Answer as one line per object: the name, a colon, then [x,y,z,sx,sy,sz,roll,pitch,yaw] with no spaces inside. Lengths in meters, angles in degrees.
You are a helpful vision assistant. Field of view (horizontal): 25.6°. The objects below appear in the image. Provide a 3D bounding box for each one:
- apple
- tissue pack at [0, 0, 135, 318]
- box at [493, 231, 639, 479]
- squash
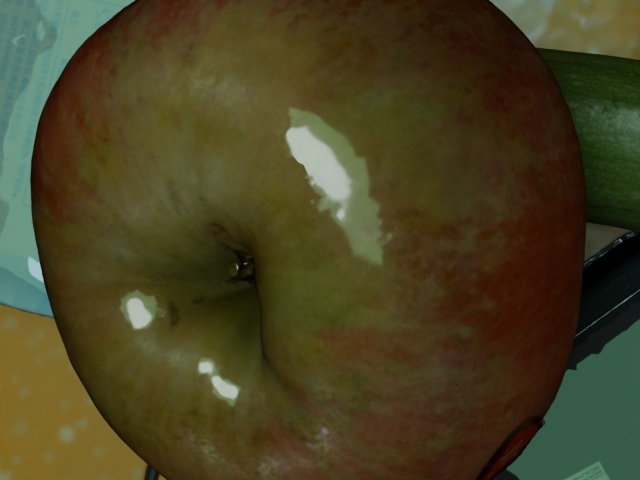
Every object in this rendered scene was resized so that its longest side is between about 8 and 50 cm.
apple: [0.000,0.000,0.500,0.209,0.164,0.210,12,113,28]
tissue pack: [-0.121,-0.104,0.618,0.177,0.089,0.263,13,91,5]
box: [0.112,0.100,0.585,0.201,0.090,0.144,-37,87,7]
squash: [0.089,-0.044,0.568,0.238,0.069,0.069,12,93,31]
